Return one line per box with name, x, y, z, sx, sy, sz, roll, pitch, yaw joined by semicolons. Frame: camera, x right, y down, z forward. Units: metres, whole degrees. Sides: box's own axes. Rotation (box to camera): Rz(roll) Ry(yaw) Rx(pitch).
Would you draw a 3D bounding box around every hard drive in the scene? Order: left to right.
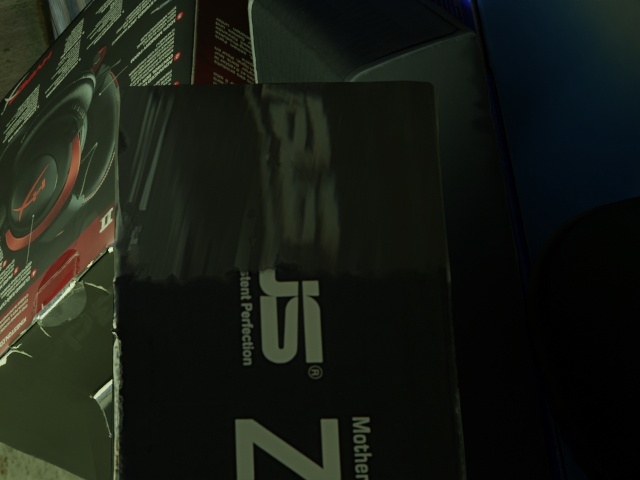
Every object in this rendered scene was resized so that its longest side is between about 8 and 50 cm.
hard drive;0.031;0.025;0.730;0.172;0.054;0.254;-129;25;-63

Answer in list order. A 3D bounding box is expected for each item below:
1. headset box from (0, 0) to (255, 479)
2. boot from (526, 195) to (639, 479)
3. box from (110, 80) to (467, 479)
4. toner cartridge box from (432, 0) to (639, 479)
headset box;-0.092;-0.024;1.050;0.218;0.110;0.293;-43;31;31
boot;0.139;0.040;0.483;0.207;0.094;0.246;85;159;-58
box;-0.017;0.184;0.590;0.395;0.097;0.318;97;170;-62
toner cartridge box;0.083;-0.025;0.745;0.165;0.075;0.347;-138;34;-69
